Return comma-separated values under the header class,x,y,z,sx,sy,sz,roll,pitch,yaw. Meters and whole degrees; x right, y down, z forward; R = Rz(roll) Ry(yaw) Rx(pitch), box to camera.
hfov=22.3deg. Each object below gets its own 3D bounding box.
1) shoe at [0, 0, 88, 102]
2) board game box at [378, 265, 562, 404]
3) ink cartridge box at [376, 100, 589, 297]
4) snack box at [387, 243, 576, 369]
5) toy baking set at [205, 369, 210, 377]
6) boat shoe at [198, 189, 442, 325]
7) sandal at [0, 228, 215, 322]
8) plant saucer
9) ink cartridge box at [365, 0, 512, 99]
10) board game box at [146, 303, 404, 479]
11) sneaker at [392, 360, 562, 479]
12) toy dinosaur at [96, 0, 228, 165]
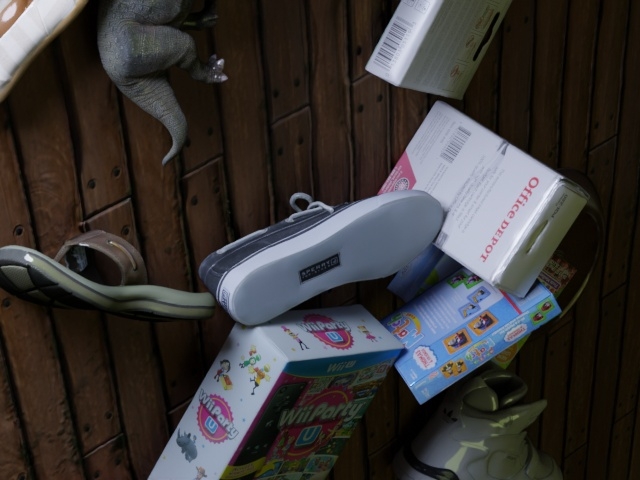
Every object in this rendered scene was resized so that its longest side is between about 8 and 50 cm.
class,x,y,z,sx,sy,sz,roll,pitch,yaw
shoe,-0.274,-0.218,1.504,0.219,0.076,0.058,-55,148,5
board game box,0.181,0.101,2.065,0.211,0.160,0.039,-32,121,-1
ink cartridge box,0.201,-0.052,2.024,0.092,0.218,0.158,24,101,-53
snack box,0.221,0.053,2.207,0.207,0.070,0.174,35,93,-32
toy baking set,-0.047,0.194,2.115,0.197,0.030,0.256,-46,143,-8
boat shoe,0.000,0.004,1.945,0.306,0.105,0.113,-27,132,-20
sandal,-0.233,0.035,1.745,0.303,0.120,0.086,14,80,-53
plant saucer,0.314,0.042,2.366,0.311,0.050,0.310,-28,138,-29
ink cartridge box,0.155,-0.266,1.962,0.181,0.056,0.225,-62,161,12
board game box,-0.061,0.227,2.023,0.224,0.097,0.303,-2,128,-49
sneaker,0.284,0.298,2.453,0.366,0.137,0.210,11,116,-47
toy dinosaur,-0.164,-0.229,1.608,0.160,0.121,0.313,-4,127,-31
